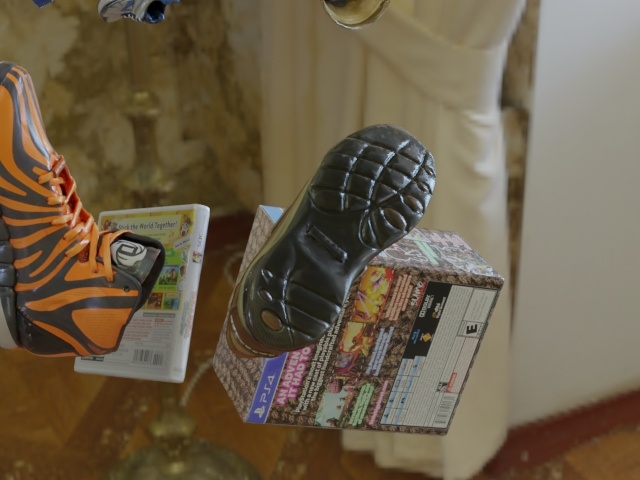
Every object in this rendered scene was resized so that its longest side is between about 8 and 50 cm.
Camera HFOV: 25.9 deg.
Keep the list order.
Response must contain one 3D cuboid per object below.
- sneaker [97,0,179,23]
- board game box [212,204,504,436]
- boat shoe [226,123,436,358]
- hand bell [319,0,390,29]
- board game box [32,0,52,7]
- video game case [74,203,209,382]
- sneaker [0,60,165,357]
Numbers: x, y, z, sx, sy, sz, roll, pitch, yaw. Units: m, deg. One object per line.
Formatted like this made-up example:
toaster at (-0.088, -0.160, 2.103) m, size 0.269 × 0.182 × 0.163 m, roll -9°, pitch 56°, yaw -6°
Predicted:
sneaker at (-0.220, -0.284, 1.678) m, size 0.135 × 0.058 × 0.052 m, roll -21°, pitch 4°, yaw 46°
board game box at (0.044, 0.103, 1.739) m, size 0.291 × 0.232 × 0.141 m, roll 8°, pitch 22°, yaw -26°
boat shoe at (0.000, 0.000, 1.450) m, size 0.122 × 0.120 × 0.324 m, roll 45°, pitch 54°, yaw -4°
hand bell at (-0.043, -0.314, 1.566) m, size 0.242 × 0.126 × 0.126 m, roll 17°, pitch 38°, yaw 42°
board game box at (-0.253, -0.263, 1.198) m, size 0.020 × 0.090 × 0.090 m, roll -18°, pitch 42°, yaw 31°
video game case at (-0.218, 0.063, 1.675) m, size 0.026 × 0.206 × 0.227 m, roll 14°, pitch -10°, yaw -37°
sneaker at (-0.248, -0.026, 1.404) m, size 0.180 × 0.321 × 0.124 m, roll 5°, pitch 31°, yaw 13°
